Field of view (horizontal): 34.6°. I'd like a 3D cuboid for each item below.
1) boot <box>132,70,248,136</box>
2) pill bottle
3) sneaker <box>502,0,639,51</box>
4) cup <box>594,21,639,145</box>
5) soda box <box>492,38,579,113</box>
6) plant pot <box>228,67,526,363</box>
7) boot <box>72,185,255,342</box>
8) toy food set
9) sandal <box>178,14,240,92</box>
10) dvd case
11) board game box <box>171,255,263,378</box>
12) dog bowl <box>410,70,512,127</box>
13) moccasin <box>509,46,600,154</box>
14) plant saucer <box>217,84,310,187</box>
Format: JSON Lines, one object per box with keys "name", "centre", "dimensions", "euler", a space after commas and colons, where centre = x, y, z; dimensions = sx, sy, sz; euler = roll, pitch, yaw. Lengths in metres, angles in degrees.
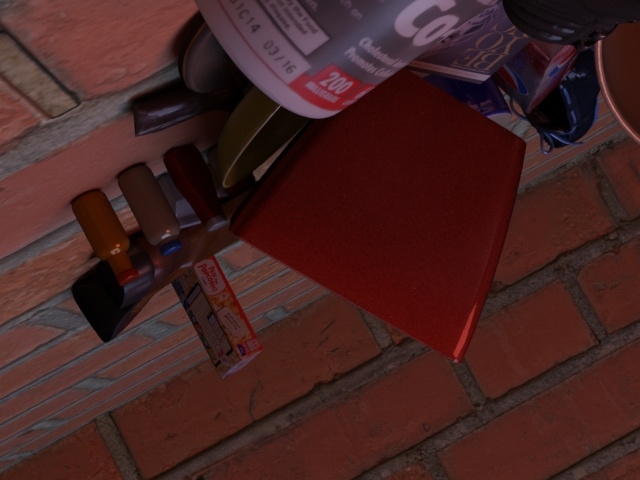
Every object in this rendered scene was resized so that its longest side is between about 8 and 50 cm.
{"name": "boot", "centre": [-0.125, -0.123, 0.976], "dimensions": [0.114, 0.037, 0.106], "euler": [-27, 165, -9]}
{"name": "pill bottle", "centre": [0.065, -0.213, 0.627], "dimensions": [0.283, 0.161, 0.161], "euler": [-33, 171, 25]}
{"name": "sneaker", "centre": [0.294, -0.226, 0.929], "dimensions": [0.147, 0.295, 0.105], "euler": [76, 36, -69]}
{"name": "cup", "centre": [0.494, -0.279, 1.260], "dimensions": [0.331, 0.331, 0.237], "euler": [-32, -161, 22]}
{"name": "soda box", "centre": [0.267, -0.245, 1.279], "dimensions": [0.083, 0.092, 0.263], "euler": [-44, 172, -1]}
{"name": "plant pot", "centre": [0.074, -0.050, 1.128], "dimensions": [0.236, 0.267, 0.267], "euler": [-59, -174, 1]}
{"name": "boot", "centre": [-0.210, 0.021, 1.485], "dimensions": [0.280, 0.096, 0.264], "euler": [-32, 167, -32]}
{"name": "toy food set", "centre": [-0.149, -0.037, 1.160], "dimensions": [0.232, 0.105, 0.111], "euler": [-19, 167, -49]}
{"name": "sandal", "centre": [-0.037, -0.180, 0.839], "dimensions": [0.219, 0.060, 0.090], "euler": [-34, 170, 32]}
{"name": "dvd case", "centre": [0.171, -0.239, 1.086], "dimensions": [0.164, 0.018, 0.221], "euler": [5, 154, -30]}
{"name": "board game box", "centre": [-0.175, 0.122, 1.701], "dimensions": [0.045, 0.194, 0.147], "euler": [-24, 171, -25]}
{"name": "dog bowl", "centre": [0.116, -0.145, 1.365], "dimensions": [0.264, 0.104, 0.265], "euler": [-27, 171, -5]}
{"name": "moccasin", "centre": [0.369, -0.231, 1.649], "dimensions": [0.117, 0.138, 0.342], "euler": [-42, 160, -8]}
{"name": "plant saucer", "centre": [-0.019, -0.148, 0.975], "dimensions": [0.241, 0.037, 0.241], "euler": [-45, 178, -2]}
